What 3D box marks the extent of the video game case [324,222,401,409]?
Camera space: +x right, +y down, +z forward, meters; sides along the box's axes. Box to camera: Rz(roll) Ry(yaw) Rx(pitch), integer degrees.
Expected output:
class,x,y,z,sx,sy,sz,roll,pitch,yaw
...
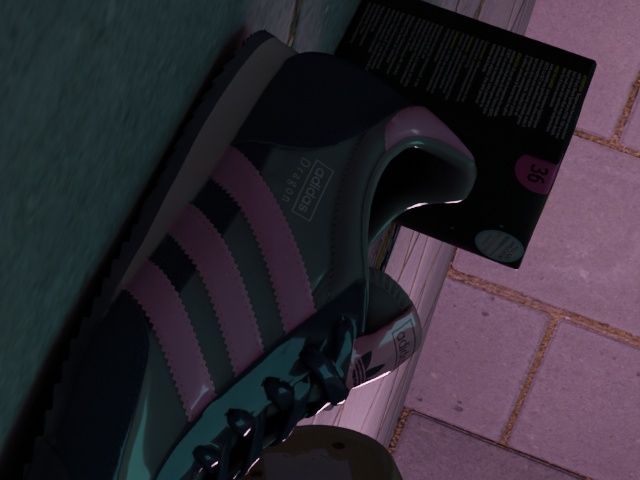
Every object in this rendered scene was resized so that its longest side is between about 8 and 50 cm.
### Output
class,x,y,z,sx,sy,sz,roll,pitch,yaw
video game case,0.041,-0.004,1.573,0.300,0.036,0.329,50,60,-82

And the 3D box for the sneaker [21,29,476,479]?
class,x,y,z,sx,sy,sz,roll,pitch,yaw
sneaker,-0.029,0.048,0.749,0.112,0.131,0.319,99,14,-62

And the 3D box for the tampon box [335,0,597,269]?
class,x,y,z,sx,sy,sz,roll,pitch,yaw
tampon box,0.085,-0.075,1.164,0.120,0.161,0.101,100,12,-54

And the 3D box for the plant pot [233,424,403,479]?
class,x,y,z,sx,sy,sz,roll,pitch,yaw
plant pot,-0.004,0.295,1.374,0.256,0.256,0.274,-58,151,-59
